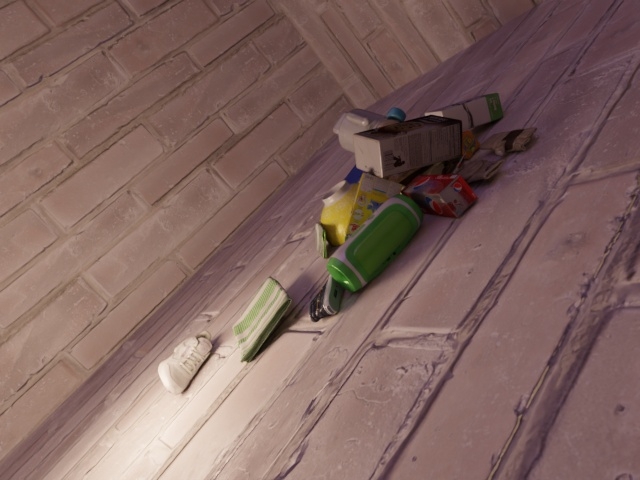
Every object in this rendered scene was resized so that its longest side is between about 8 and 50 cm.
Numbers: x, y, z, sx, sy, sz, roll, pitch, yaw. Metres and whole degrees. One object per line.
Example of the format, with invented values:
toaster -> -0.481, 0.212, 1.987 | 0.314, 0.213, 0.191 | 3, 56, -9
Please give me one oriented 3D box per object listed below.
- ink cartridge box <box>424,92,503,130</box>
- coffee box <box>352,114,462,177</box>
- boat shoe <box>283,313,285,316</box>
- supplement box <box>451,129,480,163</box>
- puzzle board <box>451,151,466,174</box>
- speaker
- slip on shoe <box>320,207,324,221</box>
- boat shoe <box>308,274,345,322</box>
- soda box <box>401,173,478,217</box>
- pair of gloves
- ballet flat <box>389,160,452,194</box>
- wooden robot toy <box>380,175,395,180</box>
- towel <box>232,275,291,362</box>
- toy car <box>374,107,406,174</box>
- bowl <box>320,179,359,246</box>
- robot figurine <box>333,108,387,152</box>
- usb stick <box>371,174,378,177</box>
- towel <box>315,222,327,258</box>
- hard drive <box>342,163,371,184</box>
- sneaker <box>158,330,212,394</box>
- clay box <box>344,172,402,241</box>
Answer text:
ink cartridge box -> 0.502, -0.441, 1.862 | 0.219, 0.093, 0.160 | -19, 13, -7
coffee box -> 0.273, -0.299, 1.643 | 0.297, 0.119, 0.168 | -17, 24, -20
boat shoe -> -0.139, 0.237, 1.725 | 0.035, 0.035, 0.100 | -16, 2, -21
supplement box -> 0.432, -0.306, 1.805 | 0.078, 0.080, 0.233 | -48, 19, -21
puzzle board -> 0.409, -0.205, 1.617 | 0.128, 0.011, 0.096 | -52, -12, -40
speaker -> 0.156, 0.005, 1.479 | 0.296, 0.131, 0.131 | -44, 15, -17
slip on shoe -> 0.029, -0.135, 2.363 | 0.051, 0.041, 0.135 | -22, 23, 50
boat shoe -> 0.015, 0.156, 1.504 | 0.083, 0.065, 0.183 | -31, 18, 26
soda box -> 0.332, -0.130, 1.505 | 0.083, 0.092, 0.263 | -44, 15, -5
pair of gloves -> 0.500, -0.242, 1.521 | 0.240, 0.042, 0.204 | -43, 16, -14
ballet flat -> 0.300, -0.180, 1.722 | 0.316, 0.107, 0.106 | -42, 22, -2
wooden robot toy -> 0.252, -0.220, 2.054 | 0.079, 0.076, 0.173 | -13, -4, -41
towel -> -0.201, 0.248, 1.724 | 0.248, 0.038, 0.325 | -54, 16, -1
toy car -> 0.290, -0.370, 2.140 | 0.219, 0.210, 0.238 | -63, 5, -17
bowl -> 0.097, -0.129, 1.960 | 0.289, 0.156, 0.289 | -38, 15, 12
robot figurine -> 0.223, -0.474, 2.377 | 0.353, 0.300, 0.200 | 28, 85, 39
usb stick -> 0.239, -0.267, 2.227 | 0.077, 0.045, 0.278 | -49, 14, 5
towel -> 0.000, 0.000, 1.927 | 0.023, 0.113, 0.152 | -6, 12, -7
hard drive -> 0.143, -0.249, 2.324 | 0.210, 0.040, 0.319 | -52, 11, 18
sneaker -> -0.467, 0.413, 1.844 | 0.152, 0.114, 0.305 | -37, 15, 15
clay box -> 0.156, -0.080, 1.593 | 0.053, 0.127, 0.222 | 119, 168, -84
